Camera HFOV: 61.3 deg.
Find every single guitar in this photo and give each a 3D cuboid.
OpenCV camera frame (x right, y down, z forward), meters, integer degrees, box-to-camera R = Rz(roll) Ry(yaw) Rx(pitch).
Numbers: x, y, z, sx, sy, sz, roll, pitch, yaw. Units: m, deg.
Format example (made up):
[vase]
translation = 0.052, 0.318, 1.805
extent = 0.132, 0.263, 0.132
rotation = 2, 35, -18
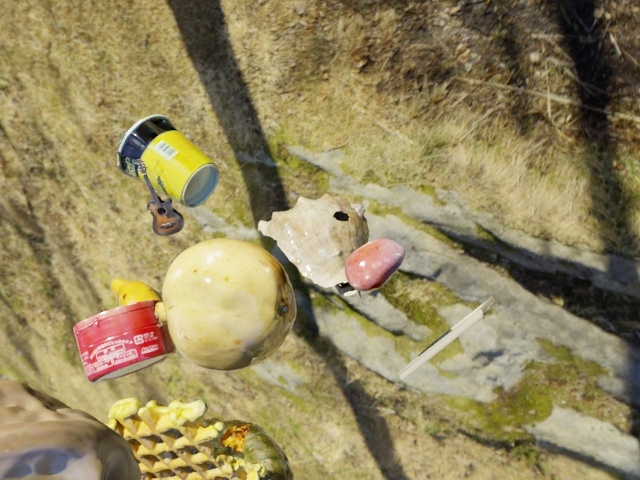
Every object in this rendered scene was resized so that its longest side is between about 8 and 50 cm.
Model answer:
[guitar]
translation = -0.449, -0.117, 1.473
extent = 0.088, 0.025, 0.233
rotation = -17, 118, 1

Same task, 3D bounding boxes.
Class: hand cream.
[hand cream]
translation = -0.482, 0.251, 1.340
extent = 0.230, 0.230, 0.149
rotation = -31, 73, 38

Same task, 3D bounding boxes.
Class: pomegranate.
[pomegranate]
translation = -0.215, 0.146, 1.202
extent = 0.319, 0.319, 0.319
rotation = 14, 124, 21

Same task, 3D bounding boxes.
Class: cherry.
[cherry]
translation = 0.098, 0.048, 1.041
extent = 0.087, 0.126, 0.106
rotation = 40, 167, 6

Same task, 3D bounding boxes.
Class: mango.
[mango]
translation = -0.572, 0.202, 1.737
extent = 0.295, 0.120, 0.177
rotation = 39, 177, 45

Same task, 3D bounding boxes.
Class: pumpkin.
[pumpkin]
translation = -0.212, 0.563, 1.225
extent = 0.320, 0.320, 0.192
rotation = 8, 143, 24

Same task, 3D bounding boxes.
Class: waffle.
[waffle]
translation = -0.232, 0.370, 0.917
extent = 0.282, 0.058, 0.300
rotation = 1, 128, 13

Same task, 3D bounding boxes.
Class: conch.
[conch]
translation = 0.002, -0.011, 1.214
extent = 0.263, 0.324, 0.186
rotation = 8, 104, -24

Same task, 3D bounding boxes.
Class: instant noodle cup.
[instant noodle cup]
translation = -0.423, -0.215, 1.541
extent = 0.236, 0.215, 0.215
rotation = 35, 130, 18

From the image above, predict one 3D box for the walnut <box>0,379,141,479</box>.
[walnut]
translation = -0.267, 0.229, 0.414
extent = 0.227, 0.273, 0.273
rotation = -25, 106, 23

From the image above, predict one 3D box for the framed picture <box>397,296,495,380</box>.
[framed picture]
translation = 0.284, 0.204, 1.171
extent = 0.211, 0.289, 0.020
rotation = -42, 75, 17
